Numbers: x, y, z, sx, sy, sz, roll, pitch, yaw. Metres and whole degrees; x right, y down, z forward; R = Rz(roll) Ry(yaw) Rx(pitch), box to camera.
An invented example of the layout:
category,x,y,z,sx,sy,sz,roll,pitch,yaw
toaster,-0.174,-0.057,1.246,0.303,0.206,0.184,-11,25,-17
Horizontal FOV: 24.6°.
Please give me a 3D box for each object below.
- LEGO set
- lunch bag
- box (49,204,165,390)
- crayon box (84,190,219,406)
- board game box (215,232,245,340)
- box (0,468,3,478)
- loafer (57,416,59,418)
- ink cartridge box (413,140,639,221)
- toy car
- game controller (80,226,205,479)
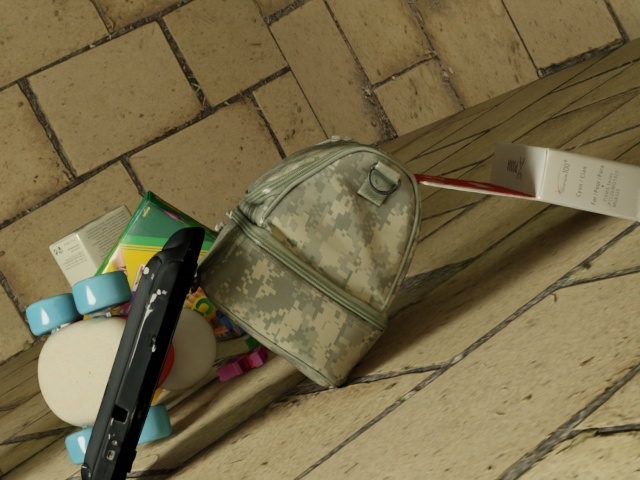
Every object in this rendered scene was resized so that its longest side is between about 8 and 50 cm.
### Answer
category,x,y,z,sx,sy,sz,roll,pitch,yaw
LEGO set,-0.126,0.132,2.102,0.093,0.087,0.227,-27,6,10
lunch bag,0.000,0.000,1.722,0.256,0.213,0.305,-53,7,0
box,-0.287,0.094,2.233,0.113,0.275,0.094,-33,8,-41
crayon box,-0.245,0.091,2.058,0.278,0.165,0.081,-56,12,9
board game box,-0.111,0.044,2.476,0.291,0.141,0.232,-32,7,-30
box,-0.559,0.310,2.104,0.149,0.126,0.232,-28,-10,-12
loafer,-0.391,0.254,2.425,0.148,0.050,0.056,-25,8,32
ink cartridge box,0.232,-0.080,1.715,0.261,0.066,0.296,10,4,-5
toy car,-0.230,0.154,1.950,0.238,0.219,0.210,-11,-9,-46
game controller,-0.191,0.139,1.638,0.166,0.067,0.319,-55,-14,-69
